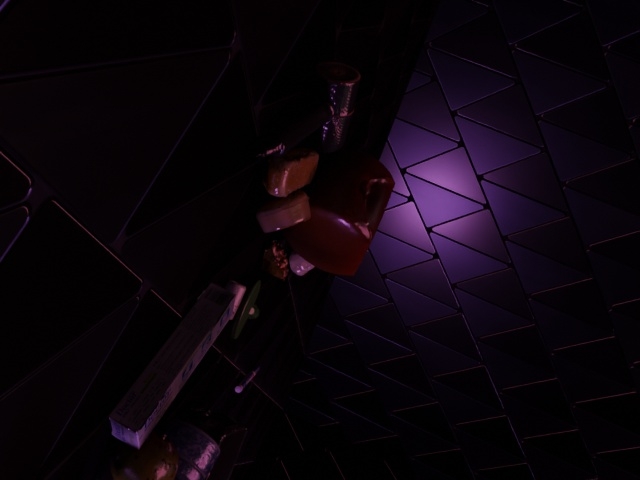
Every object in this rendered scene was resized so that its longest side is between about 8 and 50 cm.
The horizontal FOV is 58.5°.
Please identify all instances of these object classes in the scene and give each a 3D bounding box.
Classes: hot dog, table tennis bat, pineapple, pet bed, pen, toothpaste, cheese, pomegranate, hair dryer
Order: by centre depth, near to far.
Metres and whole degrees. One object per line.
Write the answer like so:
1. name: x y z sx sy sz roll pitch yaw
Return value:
1. pomegranate: -0.341 0.426 1.063 0.159 0.129 0.129 -42 175 11
2. toothpaste: -0.273 0.227 1.095 0.336 0.067 0.081 -57 168 -42
3. hair dryer: -0.040 -0.233 1.208 0.352 0.107 0.189 -46 156 -44
4. hot dog: -0.070 -0.157 1.256 0.242 0.073 0.084 -44 154 -67
5. hair dryer: -0.204 0.139 1.350 0.137 0.047 0.082 76 37 -85
6. pet bed: -0.309 0.538 1.455 0.211 0.159 0.183 -70 160 -3
7. table tennis bat: -0.189 0.179 1.482 0.257 0.039 0.160 93 21 -80
8. pineapple: -0.129 0.041 1.516 0.114 0.077 0.114 79 0 -57
9. cheese: -0.001 -0.002 1.898 0.159 0.093 0.263 -30 -165 40
10. pen: -0.254 0.485 2.021 0.204 0.025 0.025 -35 148 -73

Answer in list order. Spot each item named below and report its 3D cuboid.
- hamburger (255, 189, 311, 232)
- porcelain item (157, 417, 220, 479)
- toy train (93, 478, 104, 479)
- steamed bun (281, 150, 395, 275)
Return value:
1. hamburger: -0.082 -0.069 1.290 0.141 0.126 0.081 -22 96 -56
2. porcelain item: -0.313 0.485 1.278 0.114 0.147 0.147 -56 167 -37
3. toy train: -0.405 0.492 0.927 0.060 0.081 0.202 45 64 -39
4. steamed bun: 0.030 -0.075 1.493 0.379 0.248 0.235 104 10 -68
